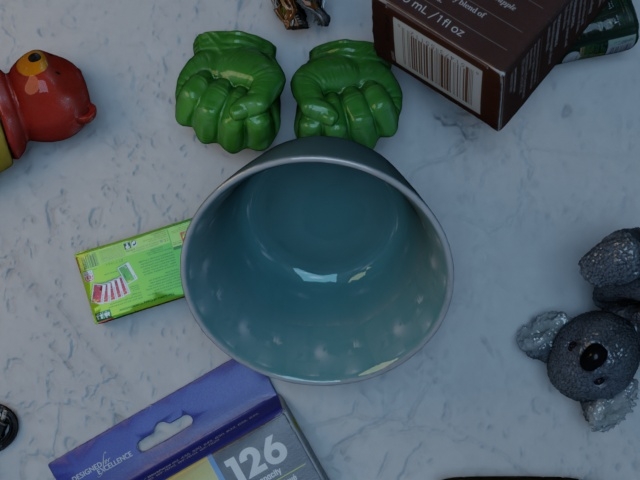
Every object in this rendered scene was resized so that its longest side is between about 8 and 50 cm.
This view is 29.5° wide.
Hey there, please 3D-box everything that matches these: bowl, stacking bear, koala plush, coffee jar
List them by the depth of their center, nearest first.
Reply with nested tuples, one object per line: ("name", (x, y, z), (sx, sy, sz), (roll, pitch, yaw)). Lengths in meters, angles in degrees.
("bowl", (0.000, 0.000, 1.434), (0.311, 0.163, 0.312), (2, 123, 3))
("stacking bear", (-0.422, -0.149, 1.479), (0.289, 0.175, 0.164), (-17, 133, -11))
("koala plush", (0.365, 0.116, 1.479), (0.196, 0.203, 0.221), (45, 109, 10))
("coffee jar", (0.296, -0.263, 1.523), (0.184, 0.079, 0.096), (-16, 78, -1))

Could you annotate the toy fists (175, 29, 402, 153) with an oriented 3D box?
("toy fists", (-0.039, -0.177, 1.491), (0.279, 0.096, 0.142), (4, 69, -1))

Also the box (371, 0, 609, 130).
("box", (0.251, -0.337, 1.440), (0.191, 0.143, 0.381), (35, 73, 19))

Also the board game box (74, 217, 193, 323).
("board game box", (-0.205, 0.034, 1.525), (0.181, 0.043, 0.092), (-17, 88, -1))

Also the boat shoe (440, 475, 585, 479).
("boat shoe", (0.254, 0.333, 1.501), (0.223, 0.080, 0.073), (2, 93, 5))

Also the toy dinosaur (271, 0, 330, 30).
("toy dinosaur", (0.005, -0.428, 1.503), (0.218, 0.164, 0.322), (0, 109, 16))

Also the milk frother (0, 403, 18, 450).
("milk frother", (-0.453, 0.229, 1.469), (0.143, 0.135, 0.129), (4, 118, 3))

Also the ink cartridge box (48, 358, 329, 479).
("ink cartridge box", (-0.139, 0.340, 1.501), (0.303, 0.072, 0.307), (-30, 90, -1))
